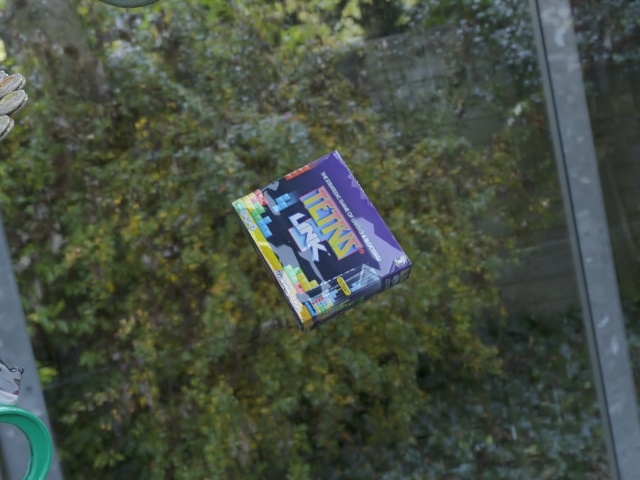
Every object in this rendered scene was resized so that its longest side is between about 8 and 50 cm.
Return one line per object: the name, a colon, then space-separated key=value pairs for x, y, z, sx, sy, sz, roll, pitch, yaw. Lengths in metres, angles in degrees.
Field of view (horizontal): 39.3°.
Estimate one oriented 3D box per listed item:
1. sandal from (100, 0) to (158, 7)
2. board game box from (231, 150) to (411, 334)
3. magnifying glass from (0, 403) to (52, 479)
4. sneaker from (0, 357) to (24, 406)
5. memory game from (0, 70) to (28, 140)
sandal: x=-0.218 y=-0.274 z=0.630 sx=0.120 sy=0.303 sz=0.086 roll=-18 pitch=47 yaw=25
board game box: x=0.000 y=0.000 z=1.023 sx=0.141 sy=0.170 sz=0.048 roll=-29 pitch=-22 yaw=-10
magnifying glass: x=-0.298 y=0.208 z=0.656 sx=0.026 sy=0.092 sz=0.231 roll=9 pitch=39 yaw=44
sneaker: x=-0.388 y=0.149 z=1.023 sx=0.098 sy=0.069 sz=0.038 roll=18 pitch=-6 yaw=-31
memory game: x=-0.387 y=-0.115 z=0.950 sx=0.186 sy=0.012 sz=0.186 roll=-19 pitch=43 yaw=19
